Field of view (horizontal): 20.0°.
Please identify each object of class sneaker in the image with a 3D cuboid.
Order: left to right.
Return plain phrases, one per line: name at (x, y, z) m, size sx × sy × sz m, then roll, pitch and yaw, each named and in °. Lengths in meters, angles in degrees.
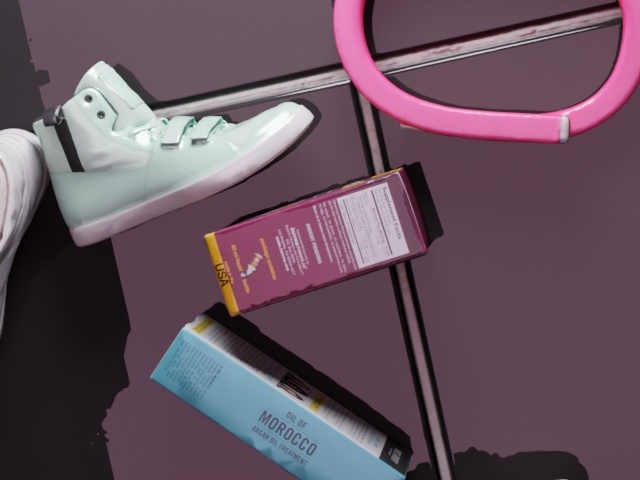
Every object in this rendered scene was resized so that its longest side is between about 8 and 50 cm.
sneaker at (-0.344, 0.038, 1.675) m, size 0.108 × 0.169 × 0.293 m, roll 20°, pitch 98°, yaw 3°
sneaker at (-0.143, -0.108, 1.672) m, size 0.256 × 0.094 × 0.151 m, roll -23°, pitch 98°, yaw 10°

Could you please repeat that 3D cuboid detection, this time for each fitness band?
fitness band at (0.156, -0.195, 1.656) m, size 0.290 × 0.054 × 0.209 m, roll 6°, pitch 95°, yaw 5°

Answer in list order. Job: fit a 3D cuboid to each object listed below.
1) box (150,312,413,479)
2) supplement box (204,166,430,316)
box at (-0.033, 0.164, 1.685) m, size 0.244 × 0.100 × 0.060 m, roll 34°, pitch 99°, yaw 3°
supplement box at (0.000, 0.000, 1.664) m, size 0.188 × 0.104 × 0.081 m, roll -18°, pitch 92°, yaw 7°
